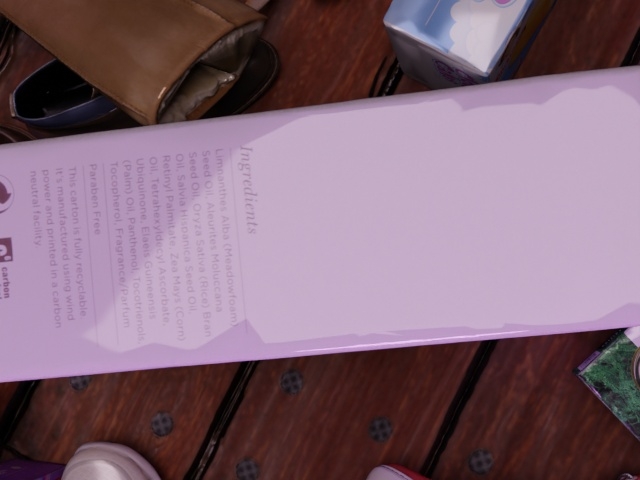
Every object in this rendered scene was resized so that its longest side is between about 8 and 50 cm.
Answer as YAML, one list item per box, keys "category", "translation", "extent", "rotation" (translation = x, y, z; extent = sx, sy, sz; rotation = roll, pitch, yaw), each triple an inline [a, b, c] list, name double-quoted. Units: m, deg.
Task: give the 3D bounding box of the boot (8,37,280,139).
- category: "boot"
  translation: [-0.144, -0.123, 0.823]
  extent: [0.219, 0.106, 0.082]
  rotation: [-19, 84, 8]

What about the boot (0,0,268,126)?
- category: "boot"
  translation: [-0.155, -0.216, 0.791]
  extent: [0.270, 0.089, 0.236]
  rotation: [30, 62, 18]

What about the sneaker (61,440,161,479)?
- category: "sneaker"
  translation: [-0.174, 0.308, 0.795]
  extent: [0.110, 0.118, 0.292]
  rotation: [-3, 84, 11]

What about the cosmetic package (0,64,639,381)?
- category: "cosmetic package"
  translation: [0.000, 0.000, 0.732]
  extent: [0.453, 0.230, 0.161]
  rotation: [-6, 86, 9]

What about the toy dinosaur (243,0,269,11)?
- category: "toy dinosaur"
  translation: [-0.030, -0.232, 0.841]
  extent: [0.112, 0.064, 0.211]
  rotation: [17, 74, 19]

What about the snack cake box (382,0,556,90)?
- category: "snack cake box"
  translation: [0.155, -0.239, 0.760]
  extent: [0.089, 0.152, 0.264]
  rotation: [30, 91, 10]

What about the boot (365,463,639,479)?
- category: "boot"
  translation: [0.167, 0.213, 0.771]
  extent: [0.244, 0.088, 0.176]
  rotation: [27, 50, 35]

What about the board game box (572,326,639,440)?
- category: "board game box"
  translation: [0.330, 0.149, 0.756]
  extent: [0.136, 0.030, 0.259]
  rotation: [-44, 87, 6]

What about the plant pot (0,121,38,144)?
- category: "plant pot"
  translation: [-0.311, -0.028, 0.815]
  extent: [0.167, 0.165, 0.166]
  rotation: [0, 87, 9]

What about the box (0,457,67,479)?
- category: "box"
  translation: [-0.268, 0.328, 0.765]
  extent: [0.057, 0.201, 0.293]
  rotation: [5, 86, 8]
